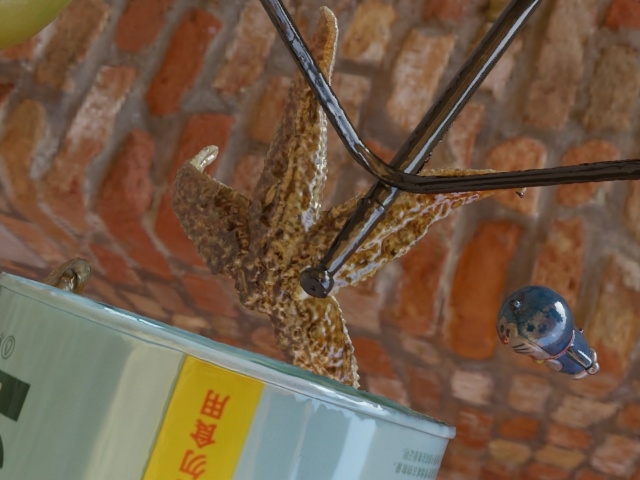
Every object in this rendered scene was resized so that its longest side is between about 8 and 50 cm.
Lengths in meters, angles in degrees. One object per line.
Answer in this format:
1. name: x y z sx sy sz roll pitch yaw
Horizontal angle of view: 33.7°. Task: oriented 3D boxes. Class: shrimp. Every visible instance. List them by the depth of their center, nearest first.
1. shrimp: -0.265 0.095 0.852 0.217 0.051 0.150 -43 -170 21

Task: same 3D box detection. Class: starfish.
1. starfish: -0.006 -0.003 1.129 0.384 0.398 0.132 -48 158 6

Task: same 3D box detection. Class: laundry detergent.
1. laundry detergent: -0.101 0.206 0.613 0.305 0.287 0.287 -71 158 -6

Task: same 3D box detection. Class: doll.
1. doll: 0.260 0.106 1.220 0.085 0.114 0.152 -52 128 -3

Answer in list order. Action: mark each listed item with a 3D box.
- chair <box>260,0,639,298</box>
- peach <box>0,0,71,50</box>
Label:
1. chair: 0.141 -0.228 0.705 0.410 0.364 0.362 -47 118 -33
2. peach: -0.335 -0.293 0.830 0.314 0.315 0.282 -18 122 -43
